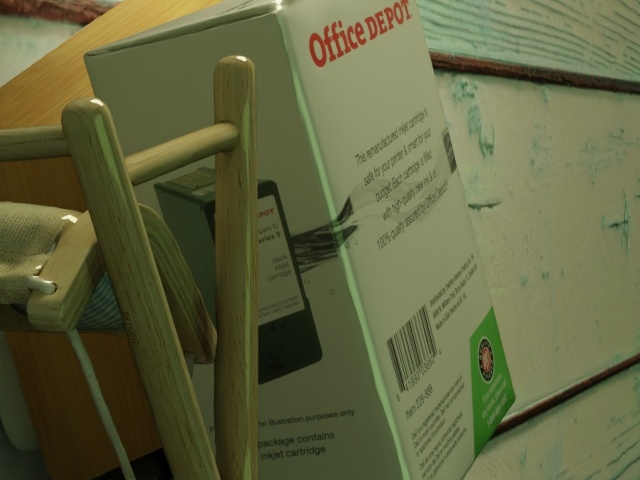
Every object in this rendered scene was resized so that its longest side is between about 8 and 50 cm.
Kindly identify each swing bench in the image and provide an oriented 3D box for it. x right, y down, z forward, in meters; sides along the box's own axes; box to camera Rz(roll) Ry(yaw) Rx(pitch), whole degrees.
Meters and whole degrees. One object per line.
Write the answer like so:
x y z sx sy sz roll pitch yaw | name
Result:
-0.154 0.061 0.783 0.165 0.253 0.255 -30 115 -65 | swing bench

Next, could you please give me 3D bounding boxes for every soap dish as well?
-0.105 -0.017 1.083 0.291 0.118 0.229 -52 135 -59 | soap dish

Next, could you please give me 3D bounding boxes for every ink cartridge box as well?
0.000 0.000 0.991 0.211 0.121 0.289 -37 115 -64 | ink cartridge box

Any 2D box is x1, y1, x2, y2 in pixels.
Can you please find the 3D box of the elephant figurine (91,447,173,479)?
-0.077 0.229 1.123 0.169 0.186 0.239 -126 -151 -58 | elephant figurine
